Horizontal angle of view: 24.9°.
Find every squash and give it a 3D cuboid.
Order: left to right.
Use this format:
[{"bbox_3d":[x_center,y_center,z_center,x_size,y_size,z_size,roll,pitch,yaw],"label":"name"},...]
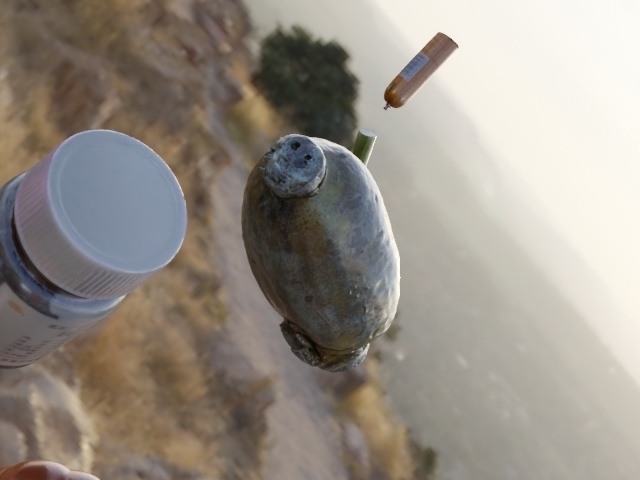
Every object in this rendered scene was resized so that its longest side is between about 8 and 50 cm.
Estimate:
[{"bbox_3d":[0.055,-0.118,2.072,0.028,0.083,0.027,14,28,-8],"label":"squash"}]

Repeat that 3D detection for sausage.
[{"bbox_3d":[0.106,-0.184,1.595,0.031,0.107,0.031,44,-3,3],"label":"sausage"}]

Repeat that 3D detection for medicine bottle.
[{"bbox_3d":[-0.264,0.014,1.429,0.165,0.273,0.165,19,58,-33],"label":"medicine bottle"}]

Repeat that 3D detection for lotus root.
[{"bbox_3d":[0.001,-0.002,1.622,0.175,0.175,0.349,56,-14,40],"label":"lotus root"}]

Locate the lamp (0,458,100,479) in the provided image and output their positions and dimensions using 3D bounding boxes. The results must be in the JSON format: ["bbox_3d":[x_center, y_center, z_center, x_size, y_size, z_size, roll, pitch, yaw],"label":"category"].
[{"bbox_3d":[-0.277,0.302,1.448,0.187,0.188,0.163,44,39,-31],"label":"lamp"}]
